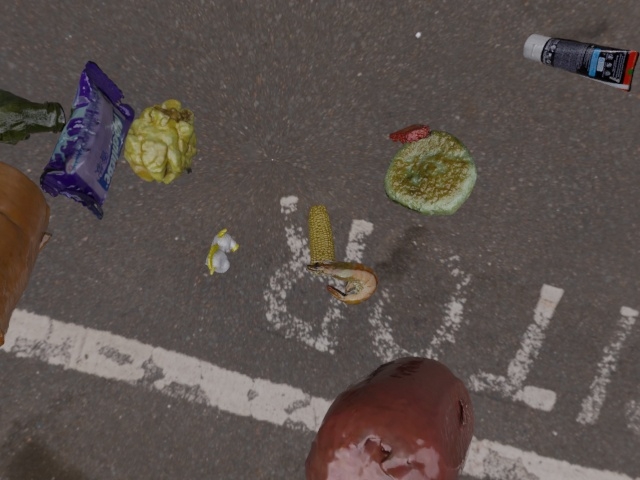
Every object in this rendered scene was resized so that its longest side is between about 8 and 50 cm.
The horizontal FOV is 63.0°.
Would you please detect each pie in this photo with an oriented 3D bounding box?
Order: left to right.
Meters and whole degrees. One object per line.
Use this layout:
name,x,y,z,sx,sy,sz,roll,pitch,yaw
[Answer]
pie,0.378,-0.232,1.798,0.323,0.070,0.324,-5,76,23

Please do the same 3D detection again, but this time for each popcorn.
popcorn,-0.514,-0.324,1.706,0.215,0.286,0.252,6,128,3

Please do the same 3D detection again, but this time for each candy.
candy,-0.409,-0.176,0.938,0.070,0.145,0.275,-2,64,16

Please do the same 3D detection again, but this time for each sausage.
sausage,0.085,0.215,0.577,0.152,0.279,0.152,1,92,26

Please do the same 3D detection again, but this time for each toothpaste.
toothpaste,0.446,-0.312,0.901,0.045,0.193,0.071,-37,137,-20

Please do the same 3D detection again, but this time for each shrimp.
shrimp,0.070,0.127,1.714,0.248,0.068,0.150,22,104,-7

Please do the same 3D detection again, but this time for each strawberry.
strawberry,0.284,-0.341,1.647,0.152,0.104,0.048,5,119,34

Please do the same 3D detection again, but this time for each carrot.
carrot,-0.401,0.037,0.555,0.195,0.254,0.196,-11,129,-14

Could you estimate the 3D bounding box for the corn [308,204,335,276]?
corn,0.002,0.001,1.860,0.091,0.091,0.260,-10,77,20

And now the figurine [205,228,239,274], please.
figurine,-0.370,0.050,1.887,0.109,0.130,0.178,10,60,10

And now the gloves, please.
gloves,-0.719,-0.278,1.168,0.268,0.107,0.135,-6,118,-29
